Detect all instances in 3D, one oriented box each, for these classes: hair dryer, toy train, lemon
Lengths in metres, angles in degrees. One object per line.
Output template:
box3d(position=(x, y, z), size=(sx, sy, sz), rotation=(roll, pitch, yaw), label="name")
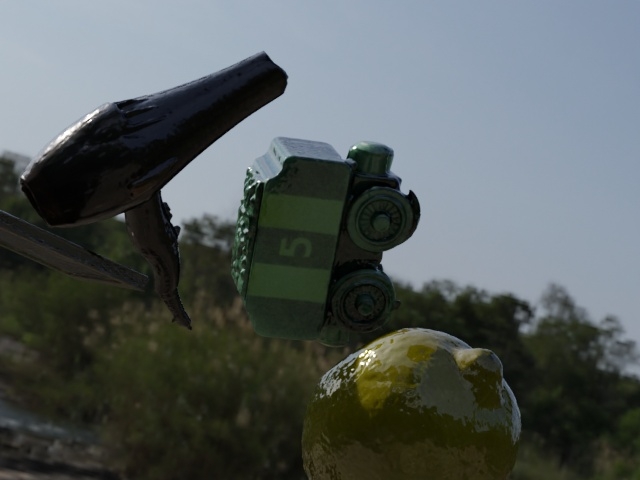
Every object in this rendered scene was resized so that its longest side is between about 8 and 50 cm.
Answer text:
box3d(position=(-0.160, -0.033, 1.418), size=(0.120, 0.304, 0.359), rotation=(43, -25, 37), label="hair dryer")
box3d(position=(0.000, 0.000, 1.732), size=(0.238, 0.299, 0.167), rotation=(8, 15, -14), label="toy train")
box3d(position=(0.076, 0.180, 1.145), size=(0.184, 0.184, 0.248), rotation=(19, -42, -35), label="lemon")

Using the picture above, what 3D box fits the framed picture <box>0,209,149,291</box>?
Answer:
box3d(position=(-0.285, -0.005, 1.169), size=(0.209, 0.019, 0.281), rotation=(25, -9, -19), label="framed picture")
